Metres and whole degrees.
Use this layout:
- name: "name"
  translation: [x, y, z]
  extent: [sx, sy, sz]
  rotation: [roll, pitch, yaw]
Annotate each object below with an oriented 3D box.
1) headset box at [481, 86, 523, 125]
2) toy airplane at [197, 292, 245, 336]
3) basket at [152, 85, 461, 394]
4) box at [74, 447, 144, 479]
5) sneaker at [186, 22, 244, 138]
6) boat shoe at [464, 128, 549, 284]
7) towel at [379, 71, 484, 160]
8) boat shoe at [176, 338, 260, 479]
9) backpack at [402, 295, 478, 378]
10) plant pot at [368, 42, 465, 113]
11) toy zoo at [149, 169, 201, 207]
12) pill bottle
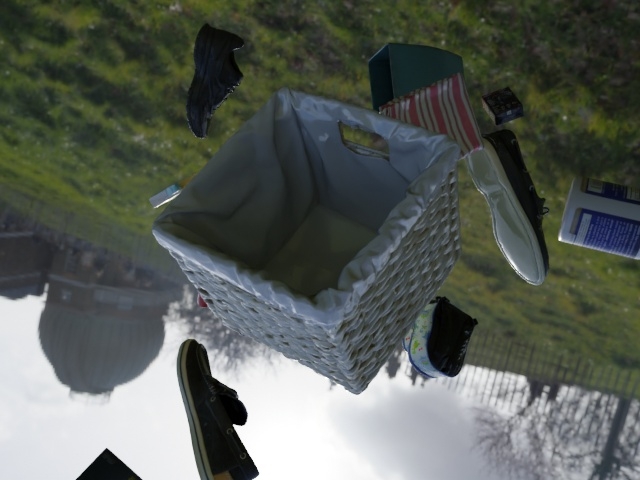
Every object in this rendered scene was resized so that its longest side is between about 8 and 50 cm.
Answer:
- name: "headset box"
  translation: [0.380, -0.284, 1.544]
  extent: [0.062, 0.032, 0.083]
  rotation: [-20, -137, 1]
- name: "toy airplane"
  translation: [-0.090, 0.040, 1.832]
  extent: [0.272, 0.386, 0.384]
  rotation: [57, -162, 24]
- name: "basket"
  translation: [0.000, 0.000, 1.089]
  extent: [0.328, 0.331, 0.266]
  rotation: [23, 150, 31]
- name: "box"
  translation: [-0.445, 0.579, 1.565]
  extent: [0.233, 0.183, 0.059]
  rotation: [26, 153, 36]
- name: "sneaker"
  translation: [-0.263, -0.389, 1.845]
  extent: [0.130, 0.286, 0.109]
  rotation: [11, -156, -5]
- name: "boat shoe"
  translation: [0.414, -0.075, 1.529]
  extent: [0.113, 0.340, 0.127]
  rotation: [-31, -173, -21]
- name: "towel"
  translation: [0.194, -0.189, 1.238]
  extent: [0.197, 0.144, 0.029]
  rotation: [-28, -165, -29]
- name: "boat shoe"
  translation: [-0.279, 0.462, 1.988]
  extent: [0.156, 0.186, 0.500]
  rotation: [-22, -136, -4]
- name: "backpack"
  translation: [0.185, 0.162, 1.182]
  extent: [0.105, 0.114, 0.084]
  rotation: [34, 149, -30]
- name: "plant pot"
  translation: [0.277, -0.452, 2.066]
  extent: [0.234, 0.165, 0.166]
  rotation: [-5, 177, -16]
- name: "toy zoo"
  translation: [-0.344, -0.158, 1.985]
  extent: [0.192, 0.030, 0.293]
  rotation: [-27, -172, 11]
- name: "pill bottle"
  translation: [0.489, -0.031, 1.182]
  extent: [0.187, 0.112, 0.112]
  rotation: [15, -174, 16]
